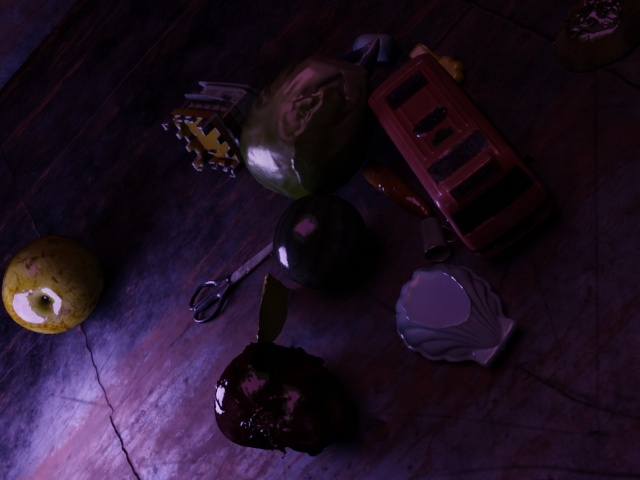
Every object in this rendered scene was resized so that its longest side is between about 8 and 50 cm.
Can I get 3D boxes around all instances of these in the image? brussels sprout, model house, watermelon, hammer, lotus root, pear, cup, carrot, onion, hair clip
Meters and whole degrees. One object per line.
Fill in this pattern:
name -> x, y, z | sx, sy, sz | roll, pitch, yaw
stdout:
brussels sprout -> -0.021, -0.252, 1.848 | 0.281, 0.289, 0.354 | 37, 122, 16
model house -> -0.262, -0.313, 2.216 | 0.224, 0.198, 0.215 | 13, 59, 45
watermelon -> 0.000, 0.000, 1.788 | 0.212, 0.212, 0.212 | -21, 51, 28
hammer -> 0.095, -0.461, 2.057 | 0.116, 0.069, 0.194 | 16, 38, 43
lotus root -> 0.569, -0.451, 1.710 | 0.204, 0.078, 0.183 | -23, 50, 29
pear -> -0.738, 0.119, 2.289 | 0.284, 0.283, 0.283 | -21, 51, 28
cup -> 0.240, -0.008, 1.701 | 0.075, 0.055, 0.083 | -39, 41, 33
carrot -> 0.171, -0.112, 1.832 | 0.059, 0.059, 0.248 | -48, 46, 3
onion -> -0.071, 0.317, 1.640 | 0.281, 0.281, 0.221 | 16, 117, 44
hair clip -> 0.277, -0.412, 1.945 | 0.072, 0.046, 0.173 | -49, 45, 9

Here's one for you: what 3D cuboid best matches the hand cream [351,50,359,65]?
hand cream -> 0.096, -0.470, 2.152 | 0.035, 0.022, 0.102 | -27, 44, 30

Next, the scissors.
scissors -> -0.207, 0.089, 2.034 | 0.300, 0.022, 0.109 | -39, 48, 11

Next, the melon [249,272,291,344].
melon -> -0.111, 0.158, 1.798 | 0.053, 0.114, 0.261 | -6, 28, 13

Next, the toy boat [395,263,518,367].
toy boat -> 0.237, 0.131, 1.584 | 0.290, 0.100, 0.199 | 28, 83, 48

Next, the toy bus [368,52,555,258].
toy bus -> 0.273, -0.180, 1.662 | 0.203, 0.233, 0.427 | -39, 44, 12

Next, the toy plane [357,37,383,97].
toy plane -> 0.094, -0.363, 2.011 | 0.267, 0.088, 0.212 | -60, 42, 18
